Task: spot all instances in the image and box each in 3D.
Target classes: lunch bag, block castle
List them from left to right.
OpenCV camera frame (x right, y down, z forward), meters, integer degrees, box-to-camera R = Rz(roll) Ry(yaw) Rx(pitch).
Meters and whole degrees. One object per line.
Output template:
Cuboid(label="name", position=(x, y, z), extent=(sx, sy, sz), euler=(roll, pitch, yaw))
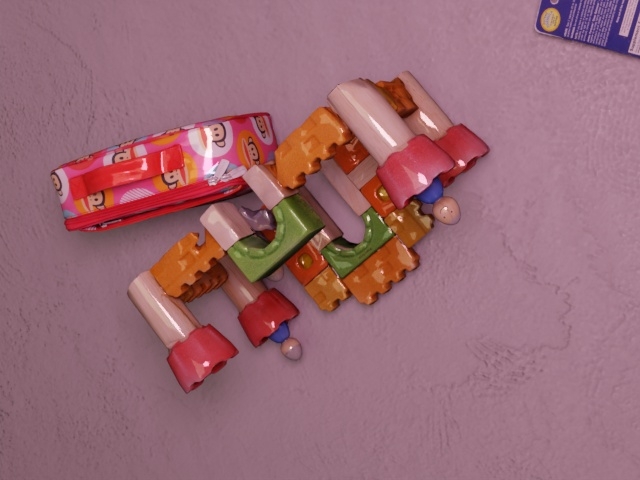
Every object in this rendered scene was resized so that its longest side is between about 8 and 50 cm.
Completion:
Cuboid(label="lunch bag", position=(-0.217, -0.097, 1.370), extent=(0.293, 0.258, 0.120), euler=(-13, 93, 22))
Cuboid(label="block castle", position=(0.000, 0.000, 1.284), extent=(0.453, 0.303, 0.213), euler=(-42, 84, 21))

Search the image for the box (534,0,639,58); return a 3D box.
Cuboid(label="box", position=(0.388, -0.295, 1.211), extent=(0.225, 0.036, 0.136), euler=(19, 130, 15))
